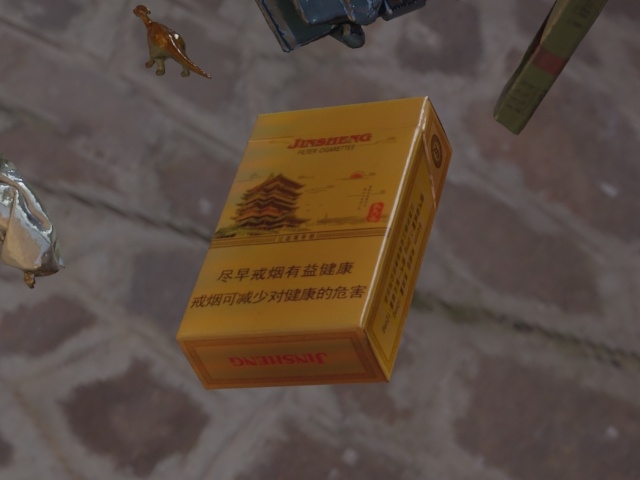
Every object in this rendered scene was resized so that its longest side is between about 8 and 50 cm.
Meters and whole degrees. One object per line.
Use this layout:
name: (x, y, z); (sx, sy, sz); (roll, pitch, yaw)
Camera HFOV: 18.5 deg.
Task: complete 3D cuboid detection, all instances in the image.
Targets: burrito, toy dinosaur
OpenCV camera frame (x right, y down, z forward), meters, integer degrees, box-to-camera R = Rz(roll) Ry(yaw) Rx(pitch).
burrito: (-0.214, -0.053, 1.201); (0.185, 0.041, 0.045); (50, 23, 7)
toy dinosaur: (-0.110, -0.136, 1.449); (0.026, 0.041, 0.113); (-22, 47, -21)

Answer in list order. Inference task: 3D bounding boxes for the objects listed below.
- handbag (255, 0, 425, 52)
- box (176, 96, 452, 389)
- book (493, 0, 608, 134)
handbag: (0.036, -0.235, 1.410); (0.229, 0.062, 0.179); (-23, 80, -33)
box: (0.000, 0.000, 1.700); (0.174, 0.076, 0.274); (-4, 45, 23)
book: (0.168, -0.184, 0.919); (0.026, 0.289, 0.201); (33, 66, 2)
